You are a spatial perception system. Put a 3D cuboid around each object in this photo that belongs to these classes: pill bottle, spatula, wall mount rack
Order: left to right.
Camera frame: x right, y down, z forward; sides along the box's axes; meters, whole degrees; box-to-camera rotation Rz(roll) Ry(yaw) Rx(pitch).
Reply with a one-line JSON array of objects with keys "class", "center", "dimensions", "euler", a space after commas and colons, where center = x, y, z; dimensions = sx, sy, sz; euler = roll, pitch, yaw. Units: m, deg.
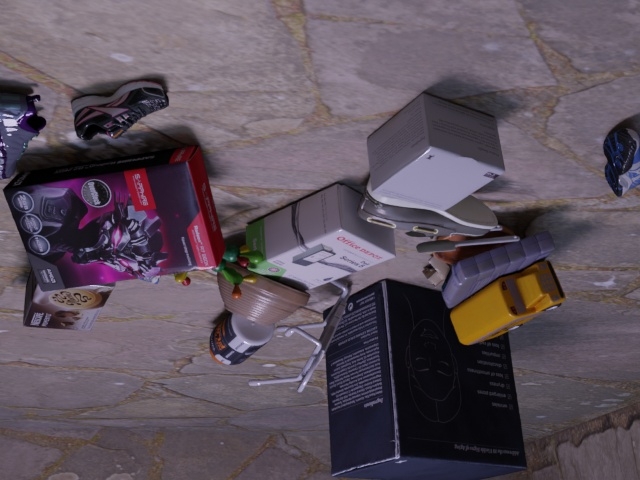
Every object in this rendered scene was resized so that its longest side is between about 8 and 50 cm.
[{"class": "pill bottle", "center": [-0.233, 0.273, 2.404], "dimensions": [0.130, 0.130, 0.246], "euler": [9, 151, -25]}, {"class": "wall mount rack", "center": [-0.050, 0.252, 2.221], "dimensions": [0.130, 0.350, 0.304], "euler": [30, 136, -1]}, {"class": "spatula", "center": [0.295, -0.026, 1.858], "dimensions": [0.242, 0.168, 0.019], "euler": [-6, 117, -16]}]

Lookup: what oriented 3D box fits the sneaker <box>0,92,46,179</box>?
[{"class": "sneaker", "center": [-0.524, -0.175, 1.482], "dimensions": [0.098, 0.083, 0.223], "euler": [-2, 154, -15]}]

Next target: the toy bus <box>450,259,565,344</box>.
[{"class": "toy bus", "center": [0.451, 0.156, 2.082], "dimensions": [0.130, 0.108, 0.332], "euler": [-11, 163, -22]}]

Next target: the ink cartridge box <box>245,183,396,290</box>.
[{"class": "ink cartridge box", "center": [0.000, 0.000, 1.883], "dimensions": [0.273, 0.114, 0.198], "euler": [-23, 149, 34]}]

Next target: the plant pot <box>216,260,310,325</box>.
[{"class": "plant pot", "center": [-0.152, 0.130, 2.010], "dimensions": [0.237, 0.109, 0.237], "euler": [23, 180, 0]}]

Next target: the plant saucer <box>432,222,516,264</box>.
[{"class": "plant saucer", "center": [0.365, 0.002, 2.034], "dimensions": [0.200, 0.037, 0.200], "euler": [-3, 154, -2]}]

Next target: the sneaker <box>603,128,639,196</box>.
[{"class": "sneaker", "center": [0.614, -0.166, 1.692], "dimensions": [0.081, 0.080, 0.211], "euler": [-25, 155, 4]}]

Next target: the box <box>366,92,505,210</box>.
[{"class": "box", "center": [0.210, -0.158, 1.579], "dimensions": [0.181, 0.119, 0.182], "euler": [13, 150, -31]}]

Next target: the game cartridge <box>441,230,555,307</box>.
[{"class": "game cartridge", "center": [0.415, 0.075, 2.065], "dimensions": [0.230, 0.068, 0.355], "euler": [-15, 164, -2]}]

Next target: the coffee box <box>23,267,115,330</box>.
[{"class": "coffee box", "center": [-0.596, 0.107, 2.014], "dimensions": [0.168, 0.118, 0.297], "euler": [7, 152, -24]}]

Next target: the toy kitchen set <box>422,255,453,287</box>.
[{"class": "toy kitchen set", "center": [0.294, 0.060, 2.163], "dimensions": [0.083, 0.075, 0.068], "euler": [-42, 104, 5]}]

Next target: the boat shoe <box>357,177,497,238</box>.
[{"class": "boat shoe", "center": [0.223, -0.058, 1.783], "dimensions": [0.305, 0.109, 0.091], "euler": [13, 128, -20]}]

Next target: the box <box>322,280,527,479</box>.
[{"class": "box", "center": [0.285, 0.411, 2.378], "dimensions": [0.480, 0.471, 0.297], "euler": [15, 149, -33]}]

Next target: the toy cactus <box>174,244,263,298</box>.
[{"class": "toy cactus", "center": [-0.239, 0.045, 1.822], "dimensions": [0.219, 0.112, 0.180], "euler": [-4, 145, 28]}]

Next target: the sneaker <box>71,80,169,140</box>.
[{"class": "sneaker", "center": [-0.335, -0.208, 1.440], "dimensions": [0.178, 0.077, 0.072], "euler": [-13, 154, 17]}]

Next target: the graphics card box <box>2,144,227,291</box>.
[{"class": "graphics card box", "center": [-0.390, -0.040, 1.642], "dimensions": [0.371, 0.094, 0.232], "euler": [-7, 117, 9]}]

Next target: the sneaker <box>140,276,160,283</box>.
[{"class": "sneaker", "center": [-0.410, 0.069, 2.044], "dimensions": [0.058, 0.052, 0.135], "euler": [8, 152, -15]}]
